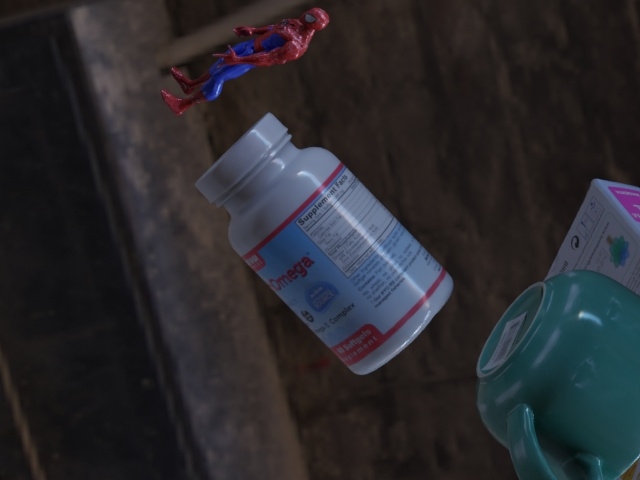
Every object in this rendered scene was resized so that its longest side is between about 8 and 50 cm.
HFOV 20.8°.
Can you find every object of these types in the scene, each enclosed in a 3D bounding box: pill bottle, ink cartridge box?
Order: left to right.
[{"bbox_3d":[0.000,0.000,1.085,0.160,0.087,0.087,46,30,-5],"label":"pill bottle"},{"bbox_3d":[0.280,0.110,1.449,0.065,0.186,0.311,8,31,-27],"label":"ink cartridge box"}]

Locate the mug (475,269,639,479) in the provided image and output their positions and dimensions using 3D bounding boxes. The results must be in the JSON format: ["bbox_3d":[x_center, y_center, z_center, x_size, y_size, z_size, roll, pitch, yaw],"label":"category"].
[{"bbox_3d":[0.160,0.087,1.103,0.097,0.129,0.158,35,12,-8],"label":"mug"}]

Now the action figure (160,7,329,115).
[{"bbox_3d":[-0.043,-0.109,1.017,0.030,0.115,0.038,56,32,-24],"label":"action figure"}]
